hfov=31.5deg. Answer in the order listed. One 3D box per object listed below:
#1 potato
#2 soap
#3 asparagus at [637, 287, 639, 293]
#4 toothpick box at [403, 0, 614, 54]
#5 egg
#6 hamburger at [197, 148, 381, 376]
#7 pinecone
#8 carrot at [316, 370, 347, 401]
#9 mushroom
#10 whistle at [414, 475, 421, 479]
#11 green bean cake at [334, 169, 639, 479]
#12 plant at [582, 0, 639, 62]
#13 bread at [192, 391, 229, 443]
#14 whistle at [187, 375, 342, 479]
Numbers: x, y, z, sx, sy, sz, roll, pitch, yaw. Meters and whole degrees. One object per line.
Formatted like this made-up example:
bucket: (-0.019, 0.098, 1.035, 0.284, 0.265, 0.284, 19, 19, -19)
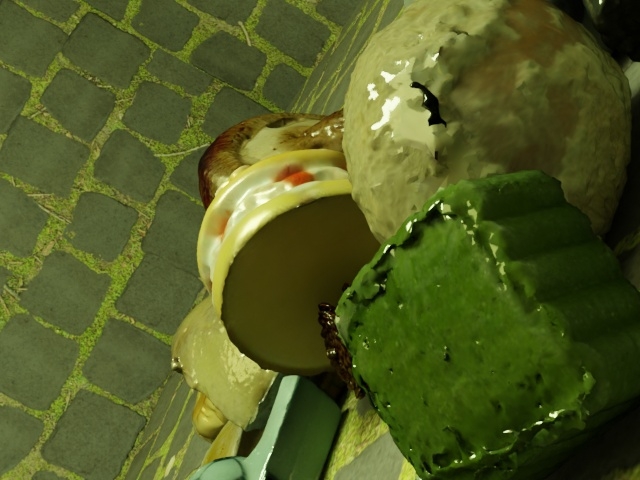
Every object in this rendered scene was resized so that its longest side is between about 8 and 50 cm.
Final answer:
potato: (-0.105, 0.113, 1.579, 0.211, 0.264, 0.189, -10, -60, -54)
soap: (-0.138, 0.382, 1.654, 0.160, 0.080, 0.257, -55, 12, 34)
asparagus: (0.256, 0.026, 0.847, 0.015, 0.014, 0.114, -25, -18, -43)
toothpick box: (0.209, -0.275, 1.255, 0.229, 0.229, 0.316, -60, 11, 10)
egg: (0.146, -0.089, 1.020, 0.279, 0.279, 0.310, 138, 141, -62)
hamburger: (0.000, 0.000, 1.375, 0.302, 0.261, 0.186, -38, 37, 9)
pinecone: (0.064, 0.108, 1.270, 0.121, 0.140, 0.140, -27, -1, -19)
carrot: (0.007, 0.207, 1.518, 0.171, 0.042, 0.042, -58, 11, 11)
mushroom: (-0.024, -0.083, 1.706, 0.345, 0.345, 0.239, -174, 82, -79)
whistle: (0.007, 0.354, 0.928, 0.346, 0.133, 0.142, -56, 0, -10)
green bean cake: (0.123, 0.073, 0.832, 0.113, 0.200, 0.214, -13, -29, -40)
plant: (0.310, -0.287, 1.048, 0.164, 0.142, 0.256, -51, 19, 52)
bread: (-0.133, 0.223, 1.921, 0.173, 0.121, 0.311, -60, 10, 30)
whistle: (-0.093, 0.315, 1.417, 0.163, 0.163, 0.290, -47, 17, 54)
